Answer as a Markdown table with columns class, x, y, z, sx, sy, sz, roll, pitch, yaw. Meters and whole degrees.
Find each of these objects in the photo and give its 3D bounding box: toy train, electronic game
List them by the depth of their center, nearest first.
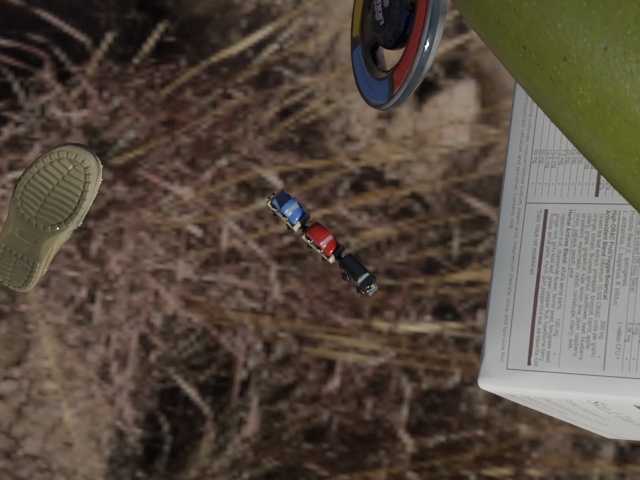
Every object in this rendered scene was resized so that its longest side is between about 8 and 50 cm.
| class | x | y | z | sx | sy | sz | roll | pitch | yaw |
| --- | --- | --- | --- | --- | --- | --- | --- | --- | --- |
| toy train | 0.000 | 0.000 | 1.759 | 0.027 | 0.158 | 0.036 | -44 | 160 | -10 |
| electronic game | 0.084 | -0.260 | 1.876 | 0.048 | 0.229 | 0.229 | 6 | 88 | -21 |

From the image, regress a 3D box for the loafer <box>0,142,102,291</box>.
| class | x | y | z | sx | sy | sz | roll | pitch | yaw |
| --- | --- | --- | --- | --- | --- | --- | --- | --- | --- |
| loafer | -0.208 | -0.025 | 1.269 | 0.056 | 0.148 | 0.050 | 35 | 35 | -6 |

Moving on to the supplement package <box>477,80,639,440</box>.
| class | x | y | z | sx | sy | sz | roll | pitch | yaw |
| --- | --- | --- | --- | --- | --- | --- | --- | --- | --- |
| supplement package | 0.246 | 0.003 | 0.831 | 0.199 | 0.263 | 0.198 | 25 | 70 | -58 |

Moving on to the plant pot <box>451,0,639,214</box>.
| class | x | y | z | sx | sy | sz | roll | pitch | yaw |
| --- | --- | --- | --- | --- | --- | --- | --- | --- | --- |
| plant pot | 0.169 | -0.114 | 0.603 | 0.275 | 0.293 | 0.274 | -32 | 141 | -31 |
